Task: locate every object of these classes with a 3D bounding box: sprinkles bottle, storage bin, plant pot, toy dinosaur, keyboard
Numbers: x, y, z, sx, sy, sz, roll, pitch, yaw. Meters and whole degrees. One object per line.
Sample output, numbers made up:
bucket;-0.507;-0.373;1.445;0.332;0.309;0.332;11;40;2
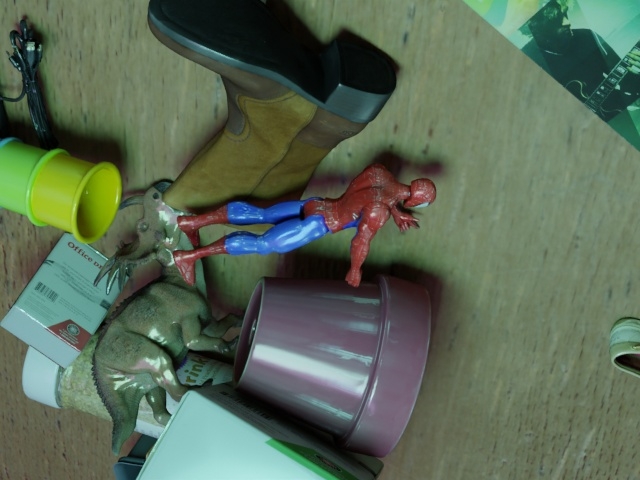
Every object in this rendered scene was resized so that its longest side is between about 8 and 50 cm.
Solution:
sprinkles bottle;-0.194;0.194;1.758;0.355;0.121;0.121;16;134;9
storage bin;-0.199;0.299;1.874;0.135;0.091;0.098;5;131;19
plant pot;0.005;0.123;1.521;0.180;0.201;0.201;14;136;-10
toy dinosaur;-0.203;0.100;1.613;0.200;0.296;0.127;31;165;-3
keyboard;-0.383;-0.172;1.579;0.201;0.033;0.317;15;135;20

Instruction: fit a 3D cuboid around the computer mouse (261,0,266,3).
computer mouse;-0.084;-0.243;1.373;0.106;0.042;0.193;22;135;3

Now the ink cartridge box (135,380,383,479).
ink cartridge box;-0.055;0.257;1.525;0.211;0.289;0.121;30;91;9

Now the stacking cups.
stacking cups;-0.379;-0.091;1.575;0.316;0.096;0.096;20;136;21

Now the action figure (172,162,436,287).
action figure;0.000;0.000;1.471;0.280;0.091;0.139;-16;136;18

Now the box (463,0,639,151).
box;0.313;-0.198;1.226;0.322;0.058;0.232;39;133;-11

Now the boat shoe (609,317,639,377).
boat shoe;0.390;0.143;1.495;0.170;0.059;0.063;20;135;7

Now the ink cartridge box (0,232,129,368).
ink cartridge box;-0.311;0.072;1.691;0.099;0.135;0.056;37;137;-9

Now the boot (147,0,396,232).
boot;-0.098;-0.127;1.428;0.264;0.096;0.280;12;145;-27
